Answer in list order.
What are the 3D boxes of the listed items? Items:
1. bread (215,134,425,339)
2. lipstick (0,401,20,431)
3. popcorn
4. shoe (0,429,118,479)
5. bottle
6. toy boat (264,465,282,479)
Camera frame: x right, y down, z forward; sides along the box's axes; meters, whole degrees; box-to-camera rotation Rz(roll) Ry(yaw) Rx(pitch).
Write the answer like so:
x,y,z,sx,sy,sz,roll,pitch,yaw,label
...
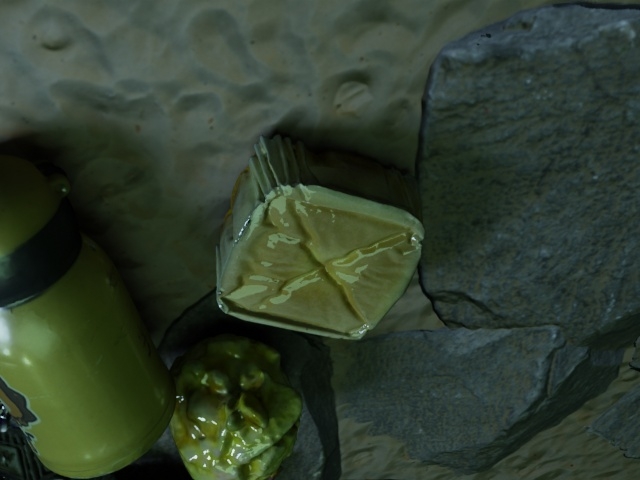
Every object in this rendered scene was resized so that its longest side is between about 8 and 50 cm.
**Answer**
x,y,z,sx,sy,sz,roll,pitch,yaw,label
-0.002,-0.001,0.787,0.209,0.110,0.192,11,123,-22,bread
-0.374,0.198,0.909,0.299,0.081,0.081,12,129,-20,lipstick
-0.108,0.212,0.919,0.167,0.185,0.188,-23,126,-12,popcorn
-0.430,0.331,1.003,0.292,0.109,0.149,28,132,-22,shoe
-0.284,0.074,0.753,0.171,0.172,0.351,-15,127,1,bottle
-0.214,0.388,1.124,0.317,0.099,0.141,-1,161,-11,toy boat
